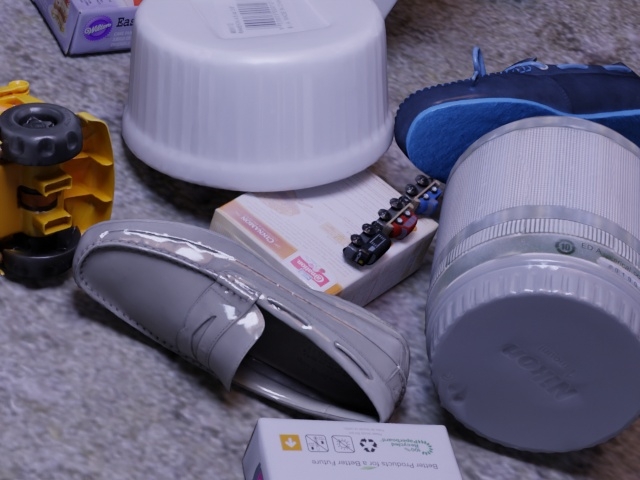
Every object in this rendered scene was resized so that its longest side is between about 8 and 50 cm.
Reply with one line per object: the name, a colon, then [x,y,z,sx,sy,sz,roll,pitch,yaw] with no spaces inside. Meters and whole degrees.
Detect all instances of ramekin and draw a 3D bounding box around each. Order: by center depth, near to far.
ramekin: [-0.061,-0.171,1.709,0.277,0.135,0.277,2,30,-1]

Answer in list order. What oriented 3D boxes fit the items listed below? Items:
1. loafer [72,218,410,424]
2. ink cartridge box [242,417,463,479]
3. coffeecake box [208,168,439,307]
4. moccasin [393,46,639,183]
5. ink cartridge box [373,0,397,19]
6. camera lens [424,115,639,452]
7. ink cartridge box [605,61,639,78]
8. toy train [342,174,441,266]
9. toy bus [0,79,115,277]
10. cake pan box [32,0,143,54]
loafer: [-0.072,0.074,1.513,0.320,0.112,0.111,21,32,-2]
ink cartridge box: [0.057,0.298,1.356,0.176,0.069,0.371,5,40,-20]
coffeecake box: [0.000,0.000,1.659,0.142,0.068,0.185,39,43,19]
moccasin: [0.214,-0.125,1.786,0.342,0.137,0.117,0,42,-32]
ink cartridge box: [0.053,-0.373,1.923,0.168,0.232,0.171,32,26,-7]
camera lens: [0.214,0.033,1.598,0.219,0.219,0.274,18,40,-4]
ink cartridge box: [0.329,-0.059,1.873,0.307,0.072,0.303,-20,55,-40]
toy train: [0.074,-0.019,1.639,0.036,0.027,0.158,38,43,10]
toy bus: [-0.328,-0.063,1.543,0.220,0.149,0.211,-22,43,-36]
cake pan box: [-0.217,-0.319,1.923,0.246,0.070,0.267,-7,47,-32]
